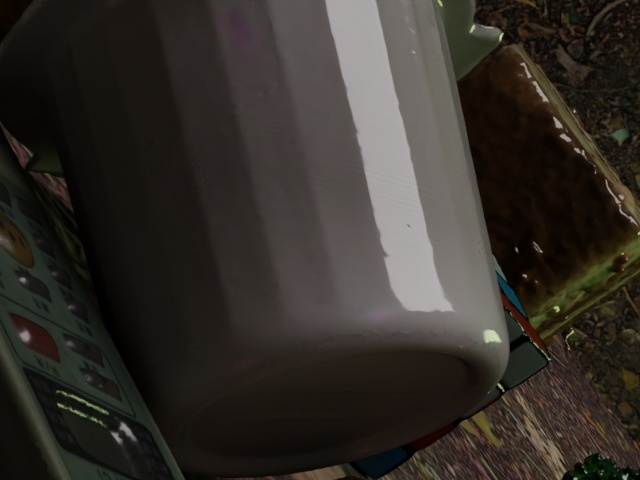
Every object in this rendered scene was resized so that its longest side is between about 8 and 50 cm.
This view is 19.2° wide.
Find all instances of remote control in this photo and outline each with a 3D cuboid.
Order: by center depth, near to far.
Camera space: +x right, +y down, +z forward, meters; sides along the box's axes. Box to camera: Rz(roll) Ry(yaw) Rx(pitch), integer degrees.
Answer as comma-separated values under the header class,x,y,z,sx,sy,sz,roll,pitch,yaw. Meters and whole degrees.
class,x,y,z,sx,sy,sz,roll,pitch,yaw
remote control,-0.132,0.022,0.802,0.123,0.038,0.285,41,17,-55

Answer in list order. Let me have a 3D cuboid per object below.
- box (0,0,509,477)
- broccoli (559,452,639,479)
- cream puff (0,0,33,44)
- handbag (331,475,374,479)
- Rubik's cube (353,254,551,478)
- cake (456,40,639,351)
class,x,y,z,sx,sy,sz,roll,pitch,yaw
box,-0.016,-0.019,0.893,0.291,0.262,0.206,74,1,-67
broccoli,0.349,0.264,1.666,0.297,0.297,0.297,18,26,-10
cream puff,-0.136,-0.122,1.063,0.122,0.116,0.094,34,4,-23
handbag,0.043,0.198,0.964,0.151,0.072,0.193,59,8,21
Rubik's cube,0.035,0.035,1.254,0.155,0.151,0.154,47,11,-42
cake,0.172,-0.031,1.859,0.282,0.256,0.290,56,5,14
